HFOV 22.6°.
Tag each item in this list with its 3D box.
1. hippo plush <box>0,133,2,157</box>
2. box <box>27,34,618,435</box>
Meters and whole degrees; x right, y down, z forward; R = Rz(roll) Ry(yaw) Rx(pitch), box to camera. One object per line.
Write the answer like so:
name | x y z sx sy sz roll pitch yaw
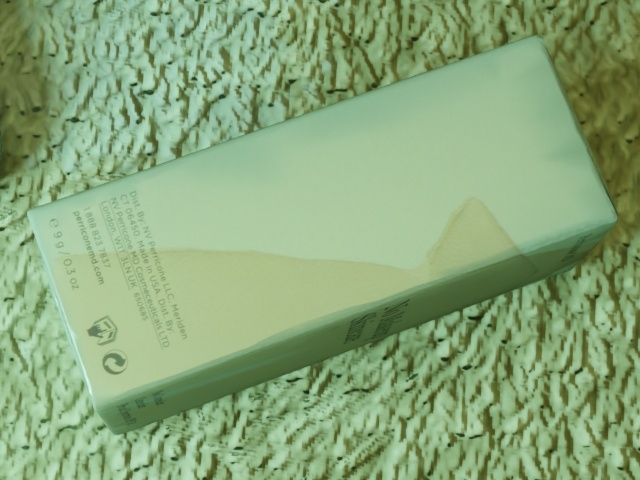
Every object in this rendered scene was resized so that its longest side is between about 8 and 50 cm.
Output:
hippo plush | -0.288 -0.134 0.915 0.294 0.236 0.234 -39 80 -11
box | 0.000 0.000 0.941 0.311 0.148 0.121 -20 79 -6
